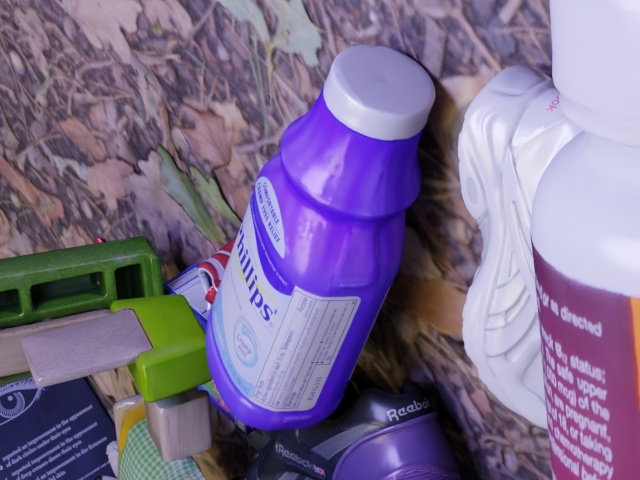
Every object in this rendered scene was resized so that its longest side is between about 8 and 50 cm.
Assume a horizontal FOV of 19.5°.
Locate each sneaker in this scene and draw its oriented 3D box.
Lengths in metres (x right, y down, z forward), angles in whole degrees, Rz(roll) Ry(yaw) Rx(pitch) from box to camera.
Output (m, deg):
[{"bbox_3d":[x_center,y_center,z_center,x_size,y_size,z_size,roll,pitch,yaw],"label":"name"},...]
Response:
[{"bbox_3d":[-0.040,0.049,1.362,0.118,0.067,0.042,45,147,23],"label":"sneaker"},{"bbox_3d":[0.144,0.021,1.050,0.115,0.090,0.232,21,134,42],"label":"sneaker"},{"bbox_3d":[0.008,0.158,1.384,0.283,0.107,0.124,-14,90,55],"label":"sneaker"}]

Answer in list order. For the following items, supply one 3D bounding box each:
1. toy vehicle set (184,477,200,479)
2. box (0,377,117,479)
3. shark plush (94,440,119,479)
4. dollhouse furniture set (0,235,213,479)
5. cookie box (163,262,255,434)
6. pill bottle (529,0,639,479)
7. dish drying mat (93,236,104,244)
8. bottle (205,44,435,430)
[{"bbox_3d":[0.026,0.256,1.324,0.166,0.035,0.267,7,152,36],"label":"toy vehicle set"},{"bbox_3d":[-0.302,0.172,1.775,0.207,0.153,0.108,59,150,3],"label":"box"},{"bbox_3d":[-0.131,0.232,1.704,0.161,0.073,0.067,30,164,8],"label":"shark plush"},{"bbox_3d":[-0.169,0.177,1.439,0.197,0.151,0.301,-127,29,-56],"label":"dollhouse furniture set"},{"bbox_3d":[-0.079,0.086,1.479,0.107,0.040,0.092,39,144,33],"label":"cookie box"},{"bbox_3d":[0.210,0.060,0.825,0.224,0.224,0.392,17,121,49],"label":"pill bottle"},{"bbox_3d":[-0.170,0.036,1.603,0.083,0.008,0.032,54,149,10],"label":"dish drying mat"},{"bbox_3d":[0.000,0.000,1.212,0.283,0.092,0.118,112,148,-43],"label":"bottle"}]
